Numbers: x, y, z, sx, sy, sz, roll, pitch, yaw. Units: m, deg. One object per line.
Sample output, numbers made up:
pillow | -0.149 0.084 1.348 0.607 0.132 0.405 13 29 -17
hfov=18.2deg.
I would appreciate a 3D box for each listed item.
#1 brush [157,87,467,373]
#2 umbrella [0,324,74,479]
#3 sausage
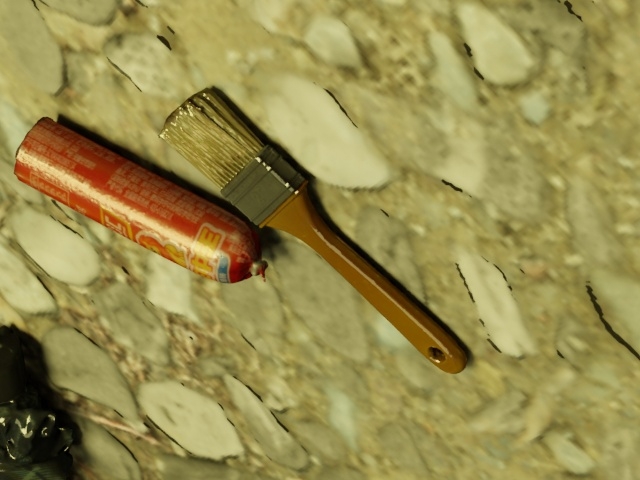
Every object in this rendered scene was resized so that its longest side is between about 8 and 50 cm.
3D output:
brush | 0.000 0.000 0.866 0.170 0.014 0.043 43 145 -5
umbrella | -0.172 0.139 1.122 0.071 0.080 0.224 -126 23 -47
sausage | -0.078 -0.014 0.902 0.129 0.034 0.034 28 142 16
